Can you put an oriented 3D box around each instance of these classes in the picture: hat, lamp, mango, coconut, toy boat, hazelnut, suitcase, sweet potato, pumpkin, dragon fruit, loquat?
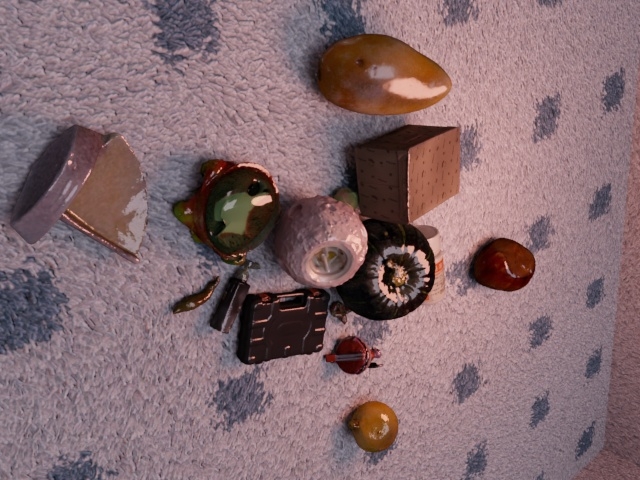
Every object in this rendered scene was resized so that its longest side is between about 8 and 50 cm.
[{"bbox_3d":[0.134,0.386,1.908,0.140,0.128,0.227,-33,155,23],"label":"hat"},{"bbox_3d":[0.062,0.228,1.834,0.083,0.031,0.063,30,83,-37],"label":"lamp"},{"bbox_3d":[0.172,-0.447,1.564,0.384,0.199,0.221,2,136,-13],"label":"mango"},{"bbox_3d":[0.075,-0.118,1.702,0.081,0.082,0.083,-39,131,25],"label":"coconut"},{"bbox_3d":[-0.495,-0.106,1.244,0.293,0.111,0.276,15,94,-53],"label":"toy boat"},{"bbox_3d":[0.701,0.094,2.211,0.234,0.218,0.218,9,98,-21],"label":"hazelnut"},{"bbox_3d":[-0.105,0.247,1.680,0.286,0.066,0.206,-2,106,-38],"label":"suitcase"},{"bbox_3d":[-0.319,0.151,1.498,0.153,0.038,0.041,-38,147,-26],"label":"sweet potato"},{"bbox_3d":[0.194,0.088,1.754,0.323,0.241,0.323,-5,105,-20],"label":"pumpkin"},{"bbox_3d":[-0.218,-0.080,1.452,0.295,0.130,0.268,-17,119,-34],"label":"dragon fruit"},{"bbox_3d":[0.177,0.641,1.979,0.205,0.149,0.172,14,99,-29],"label":"loquat"}]

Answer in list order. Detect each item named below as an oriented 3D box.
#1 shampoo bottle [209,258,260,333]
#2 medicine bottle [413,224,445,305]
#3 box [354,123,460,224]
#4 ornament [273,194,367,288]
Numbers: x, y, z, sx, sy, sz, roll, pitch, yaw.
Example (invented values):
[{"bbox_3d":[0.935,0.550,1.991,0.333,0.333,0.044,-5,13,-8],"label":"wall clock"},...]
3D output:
[{"bbox_3d":[-0.230,0.149,1.554,0.063,0.057,0.207,26,88,-40],"label":"shampoo bottle"},{"bbox_3d":[0.347,0.083,1.942,0.144,0.144,0.252,-23,116,-32],"label":"medicine bottle"},{"bbox_3d":[0.266,-0.208,1.719,0.297,0.190,0.225,-29,122,-42],"label":"box"},{"bbox_3d":[0.000,0.000,1.574,0.259,0.225,0.259,-8,126,-11],"label":"ornament"}]
